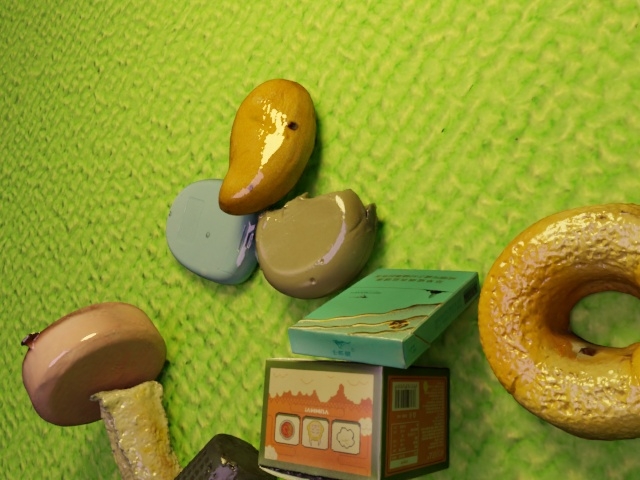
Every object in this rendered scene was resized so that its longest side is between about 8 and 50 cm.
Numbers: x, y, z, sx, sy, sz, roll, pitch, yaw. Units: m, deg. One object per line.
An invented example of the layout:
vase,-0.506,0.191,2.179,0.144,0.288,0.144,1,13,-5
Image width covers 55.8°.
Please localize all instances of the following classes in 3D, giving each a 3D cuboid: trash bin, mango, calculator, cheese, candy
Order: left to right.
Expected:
candy,-0.406,0.221,1.081,0.094,0.255,0.255,44,106,34
trash bin,-0.158,0.394,0.934,0.175,0.175,0.161,32,88,36
calculator,-0.182,-0.019,1.110,0.303,0.042,0.188,15,88,40
mango,-0.088,-0.154,1.024,0.157,0.109,0.262,11,75,27
cheese,0.000,0.000,0.946,0.203,0.091,0.175,-24,66,28

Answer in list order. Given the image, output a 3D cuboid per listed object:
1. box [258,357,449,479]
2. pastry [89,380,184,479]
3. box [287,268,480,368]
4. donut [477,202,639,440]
box,0.050,0.232,0.790,0.178,0.195,0.148,-6,76,34
pastry,-0.299,0.370,1.056,0.258,0.122,0.089,65,150,10
box,0.089,0.091,0.781,0.162,0.229,0.041,-1,106,35
donut,0.320,0.085,0.686,0.303,0.110,0.302,-8,75,35
